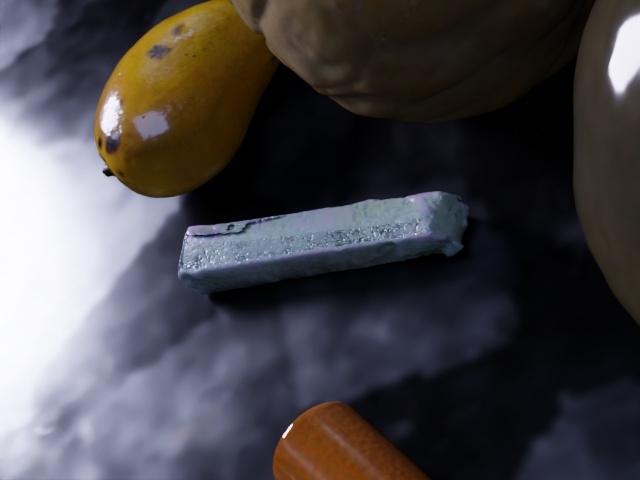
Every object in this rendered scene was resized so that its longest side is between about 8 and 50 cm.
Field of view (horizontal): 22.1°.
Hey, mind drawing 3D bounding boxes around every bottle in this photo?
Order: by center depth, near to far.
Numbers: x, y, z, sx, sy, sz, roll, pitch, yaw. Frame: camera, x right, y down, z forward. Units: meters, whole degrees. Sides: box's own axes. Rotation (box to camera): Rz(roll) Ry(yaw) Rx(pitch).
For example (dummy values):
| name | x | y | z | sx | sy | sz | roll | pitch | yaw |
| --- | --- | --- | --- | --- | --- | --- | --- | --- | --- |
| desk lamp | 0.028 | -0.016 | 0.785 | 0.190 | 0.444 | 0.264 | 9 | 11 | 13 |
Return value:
| name | x | y | z | sx | sy | sz | roll | pitch | yaw |
| --- | --- | --- | --- | --- | --- | --- | --- | --- | --- |
| bottle | 0.049 | 0.169 | 0.939 | 0.069 | 0.069 | 0.187 | -46 | 48 | -5 |

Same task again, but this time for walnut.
| name | x | y | z | sx | sy | sz | roll | pitch | yaw |
| --- | --- | --- | --- | --- | --- | --- | --- | --- | --- |
| walnut | 0.067 | -0.216 | 1.069 | 0.285 | 0.285 | 0.296 | -22 | 14 | 17 |

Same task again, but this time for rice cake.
| name | x | y | z | sx | sy | sz | roll | pitch | yaw |
| --- | --- | --- | --- | --- | --- | --- | --- | --- | --- |
| rice cake | 0.000 | 0.000 | 1.109 | 0.211 | 0.034 | 0.043 | -9 | 58 | 26 |

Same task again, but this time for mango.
| name | x | y | z | sx | sy | sz | roll | pitch | yaw |
| --- | --- | --- | --- | --- | --- | --- | --- | --- | --- |
| mango | -0.100 | -0.110 | 1.211 | 0.115 | 0.090 | 0.178 | 11 | 62 | 25 |

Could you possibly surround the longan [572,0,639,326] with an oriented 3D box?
| name | x | y | z | sx | sy | sz | roll | pitch | yaw |
| --- | --- | --- | --- | --- | --- | --- | --- | --- | --- |
| longan | 0.282 | -0.052 | 0.797 | 0.319 | 0.319 | 0.319 | -16 | 52 | 22 |
